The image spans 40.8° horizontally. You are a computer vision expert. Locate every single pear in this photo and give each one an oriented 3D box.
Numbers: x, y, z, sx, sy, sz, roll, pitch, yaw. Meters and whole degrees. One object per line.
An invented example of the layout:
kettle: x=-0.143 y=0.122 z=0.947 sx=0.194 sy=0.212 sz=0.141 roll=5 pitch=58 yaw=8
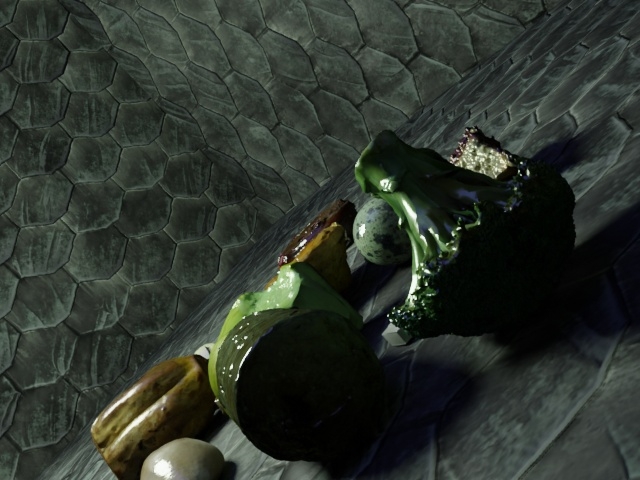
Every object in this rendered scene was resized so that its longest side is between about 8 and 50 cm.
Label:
pear: x=-0.091 y=0.192 z=1.414 sx=0.286 sy=0.176 sz=0.282 roll=-40 pitch=9 yaw=31

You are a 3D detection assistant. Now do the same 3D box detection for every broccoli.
broccoli: x=0.148 y=-0.013 z=0.964 sx=0.254 sy=0.269 sz=0.269 roll=-49 pitch=7 yaw=8

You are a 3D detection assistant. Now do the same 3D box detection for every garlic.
garlic: x=-0.245 y=0.397 z=1.427 sx=0.143 sy=0.112 sz=0.318 roll=-52 pitch=0 yaw=-35

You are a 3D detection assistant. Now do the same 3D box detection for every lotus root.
lotus root: x=-0.317 y=0.352 z=1.709 sx=0.291 sy=0.193 sz=0.193 roll=-41 pitch=7 yaw=-12

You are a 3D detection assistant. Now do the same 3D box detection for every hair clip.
hair clip: x=-0.282 y=0.304 z=2.181 sx=0.159 sy=0.071 sz=0.218 roll=-41 pitch=13 yaw=-6

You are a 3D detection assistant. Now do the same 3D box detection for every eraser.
eraser: x=0.143 y=0.100 z=1.247 sx=0.122 sy=0.029 sz=0.052 roll=-47 pitch=8 yaw=-22

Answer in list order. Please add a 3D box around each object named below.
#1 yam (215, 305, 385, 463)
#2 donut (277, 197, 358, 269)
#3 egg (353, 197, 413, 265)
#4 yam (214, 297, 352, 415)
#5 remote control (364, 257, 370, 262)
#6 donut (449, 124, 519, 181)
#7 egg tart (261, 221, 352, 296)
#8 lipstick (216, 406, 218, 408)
yam: x=-0.034 y=0.182 z=1.136 sx=0.195 sy=0.195 sz=0.300 roll=-45 pitch=7 yaw=-11
donut: x=0.000 y=0.000 z=2.277 sx=0.270 sy=0.103 sz=0.269 roll=-43 pitch=5 yaw=5
egg: x=0.137 y=-0.025 z=1.593 sx=0.172 sy=0.132 sz=0.132 roll=-33 pitch=0 yaw=-39
yam: x=-0.070 y=0.222 z=1.632 sx=0.327 sy=0.045 sz=0.045 roll=-40 pitch=-33 yaw=12
remote control: x=0.143 y=0.001 z=1.838 sx=0.124 sy=0.018 sz=0.053 roll=-45 pitch=8 yaw=-15
donut: x=0.277 y=-0.108 z=1.432 sx=0.126 sy=0.144 sz=0.186 roll=-47 pitch=37 yaw=15
egg tart: x=-0.042 y=0.111 z=1.734 sx=0.341 sy=0.129 sz=0.341 roll=-44 pitch=3 yaw=2
lipstick: x=-0.217 y=0.342 z=1.818 sx=0.094 sy=0.019 sz=0.019 roll=-38 pitch=9 yaw=34
